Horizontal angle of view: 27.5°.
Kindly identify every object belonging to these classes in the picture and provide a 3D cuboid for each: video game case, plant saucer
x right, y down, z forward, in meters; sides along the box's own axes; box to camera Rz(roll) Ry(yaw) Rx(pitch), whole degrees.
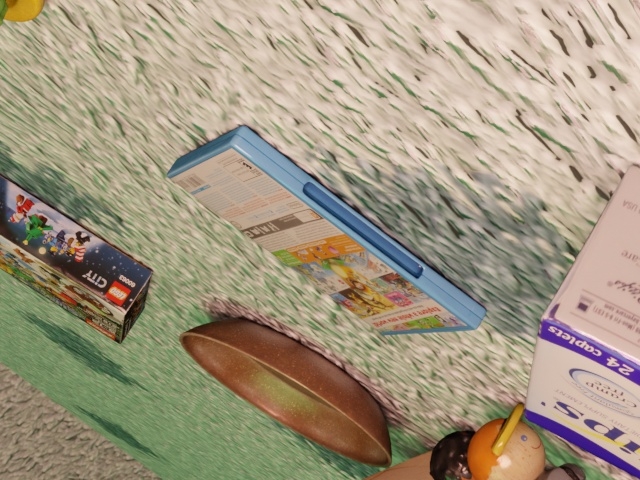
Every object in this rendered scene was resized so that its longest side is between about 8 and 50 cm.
[{"bbox_3d":[0.000,0.000,0.725,0.166,0.015,0.119,37,162,-15],"label":"video game case"},{"bbox_3d":[-0.021,0.117,1.054,0.198,0.036,0.198,30,163,10],"label":"plant saucer"}]

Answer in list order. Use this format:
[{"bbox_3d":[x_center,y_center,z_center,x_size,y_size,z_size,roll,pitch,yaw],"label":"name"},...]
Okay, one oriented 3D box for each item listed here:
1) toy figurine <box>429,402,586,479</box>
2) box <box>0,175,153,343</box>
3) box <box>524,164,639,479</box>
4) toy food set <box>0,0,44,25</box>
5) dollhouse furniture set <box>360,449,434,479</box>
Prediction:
[{"bbox_3d":[0.084,0.215,0.859,0.148,0.209,0.213,47,171,7],"label":"toy figurine"},{"bbox_3d":[-0.255,-0.001,1.119,0.233,0.044,0.159,32,163,-1],"label":"box"},{"bbox_3d":[0.152,0.052,0.504,0.126,0.072,0.137,28,163,17],"label":"box"},{"bbox_3d":[-0.211,-0.146,0.588,0.128,0.071,0.218,25,162,21],"label":"toy food set"},{"bbox_3d":[0.065,0.332,1.058,0.212,0.161,0.242,94,153,-57],"label":"dollhouse furniture set"}]
